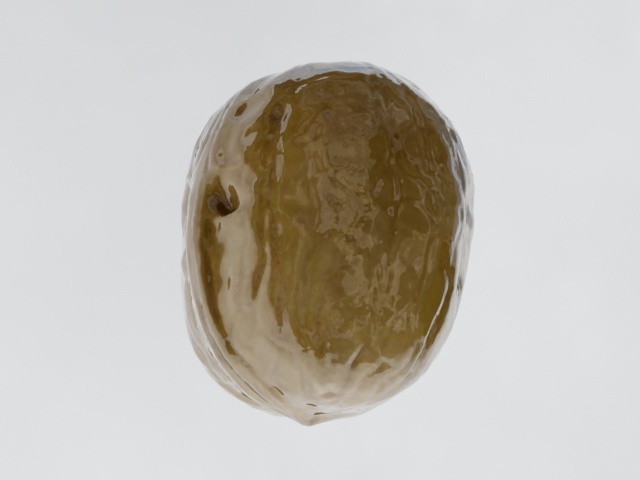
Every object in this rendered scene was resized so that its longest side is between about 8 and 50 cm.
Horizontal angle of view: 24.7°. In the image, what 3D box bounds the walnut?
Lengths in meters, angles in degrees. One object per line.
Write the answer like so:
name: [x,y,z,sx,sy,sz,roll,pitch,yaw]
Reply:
walnut: [0.000,0.000,0.893,0.193,0.193,0.225,16,-101,-26]
